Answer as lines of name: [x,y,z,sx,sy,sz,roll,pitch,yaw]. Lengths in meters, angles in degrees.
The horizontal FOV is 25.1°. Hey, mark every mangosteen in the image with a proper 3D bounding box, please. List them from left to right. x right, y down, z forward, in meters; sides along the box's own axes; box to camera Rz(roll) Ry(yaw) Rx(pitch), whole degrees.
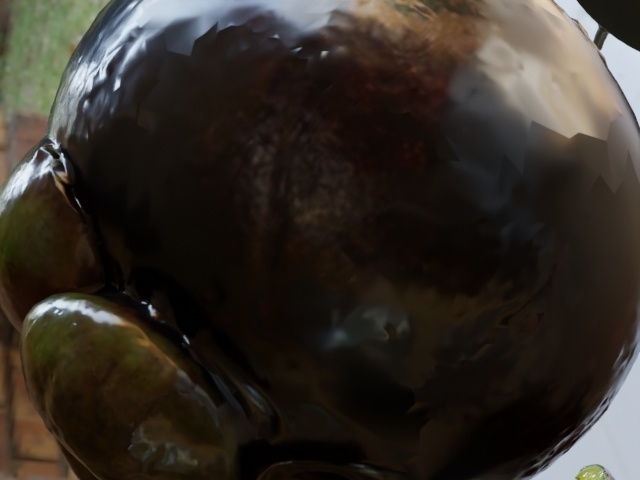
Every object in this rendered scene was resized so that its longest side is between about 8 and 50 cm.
mangosteen: [0.000,0.000,0.437,0.210,0.209,0.210,-171,90,-67]

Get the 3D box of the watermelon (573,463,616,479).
watermelon: [0.305,0.330,1.615,0.092,0.075,0.181,-35,11,49]

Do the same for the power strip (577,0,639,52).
power strip: [0.203,-0.187,0.877,0.044,0.137,0.216,-53,-22,-33]
